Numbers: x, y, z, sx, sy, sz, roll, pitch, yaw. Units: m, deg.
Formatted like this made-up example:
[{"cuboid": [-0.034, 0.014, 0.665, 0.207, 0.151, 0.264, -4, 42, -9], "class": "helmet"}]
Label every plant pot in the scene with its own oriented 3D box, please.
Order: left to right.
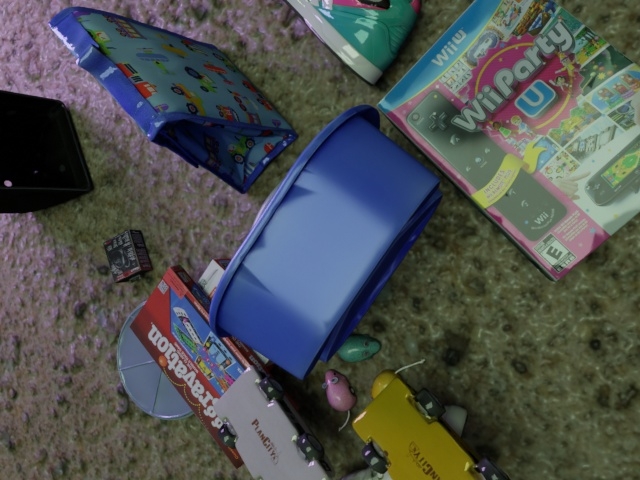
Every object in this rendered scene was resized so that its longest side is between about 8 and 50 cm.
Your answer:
[{"cuboid": [-0.557, -0.139, 0.913, 0.167, 0.188, 0.187, -27, 79, 32], "class": "plant pot"}]

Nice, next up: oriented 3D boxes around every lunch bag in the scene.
[{"cuboid": [-0.198, -0.200, 0.700, 0.138, 0.293, 0.221, -46, 73, 14], "class": "lunch bag"}]

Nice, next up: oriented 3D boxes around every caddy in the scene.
[{"cuboid": [0.000, 0.000, 0.641, 0.179, 0.241, 0.341, 35, 95, 14], "class": "caddy"}]

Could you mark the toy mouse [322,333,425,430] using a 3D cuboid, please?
[{"cuboid": [0.042, 0.189, 0.732, 0.143, 0.031, 0.161, 37, 102, 19], "class": "toy mouse"}]

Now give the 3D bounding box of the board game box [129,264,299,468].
[{"cuboid": [-0.169, 0.186, 0.772, 0.281, 0.027, 0.145, 46, 116, 15], "class": "board game box"}]

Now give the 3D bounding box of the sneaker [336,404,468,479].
[{"cuboid": [0.084, 0.323, 0.671, 0.123, 0.106, 0.290, 29, 100, 18], "class": "sneaker"}]

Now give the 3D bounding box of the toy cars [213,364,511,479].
[{"cuboid": [0.038, 0.252, 0.610, 0.394, 0.087, 0.176, -4, 65, 30], "class": "toy cars"}]

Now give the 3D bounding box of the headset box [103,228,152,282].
[{"cuboid": [-0.330, 0.031, 0.885, 0.062, 0.032, 0.083, -24, 80, 20], "class": "headset box"}]

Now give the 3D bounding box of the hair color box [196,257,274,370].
[{"cuboid": [-0.120, 0.114, 0.788, 0.167, 0.053, 0.093, 41, 105, 16], "class": "hair color box"}]

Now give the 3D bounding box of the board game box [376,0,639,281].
[{"cuboid": [0.254, -0.135, 0.625, 0.224, 0.097, 0.303, -46, 72, 14], "class": "board game box"}]

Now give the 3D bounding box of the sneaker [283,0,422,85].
[{"cuboid": [0.030, -0.378, 0.703, 0.178, 0.124, 0.295, -44, 82, 20], "class": "sneaker"}]

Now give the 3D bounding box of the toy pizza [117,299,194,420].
[{"cuboid": [-0.248, 0.191, 0.849, 0.201, 0.032, 0.201, -1, 88, 21], "class": "toy pizza"}]
